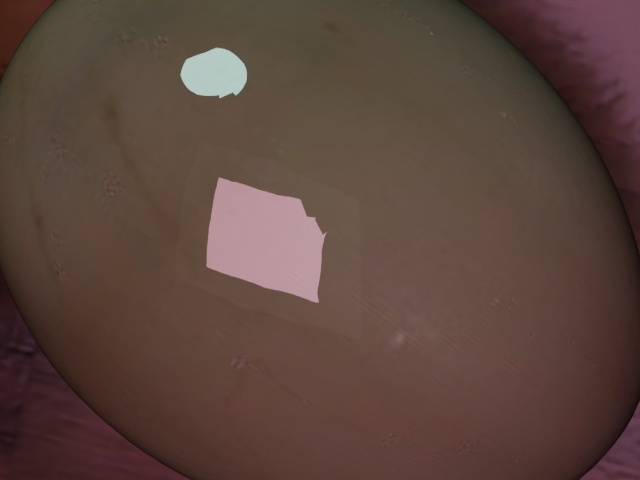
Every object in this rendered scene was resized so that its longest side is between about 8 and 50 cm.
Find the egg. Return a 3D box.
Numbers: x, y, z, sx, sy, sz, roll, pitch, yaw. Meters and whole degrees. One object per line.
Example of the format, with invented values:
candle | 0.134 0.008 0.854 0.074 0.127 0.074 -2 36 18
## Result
egg | 0.000 0.000 0.657 0.241 0.186 0.186 38 104 1
